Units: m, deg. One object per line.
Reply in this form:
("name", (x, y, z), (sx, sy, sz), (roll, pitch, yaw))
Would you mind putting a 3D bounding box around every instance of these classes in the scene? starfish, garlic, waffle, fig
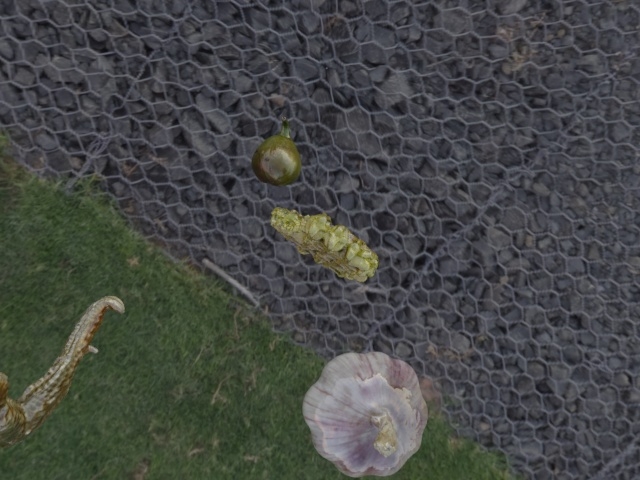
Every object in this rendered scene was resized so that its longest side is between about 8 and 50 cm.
("starfish", (-0.379, 0.199, 0.699), (0.327, 0.375, 0.094), (-32, 86, -33))
("garlic", (0.096, 0.332, 1.075), (0.245, 0.253, 0.245), (0, 89, -10))
("waffle", (0.002, -0.003, 0.819), (0.149, 0.194, 0.051), (44, 78, -33))
("fig", (-0.063, -0.130, 0.888), (0.082, 0.084, 0.098), (15, 80, 18))
